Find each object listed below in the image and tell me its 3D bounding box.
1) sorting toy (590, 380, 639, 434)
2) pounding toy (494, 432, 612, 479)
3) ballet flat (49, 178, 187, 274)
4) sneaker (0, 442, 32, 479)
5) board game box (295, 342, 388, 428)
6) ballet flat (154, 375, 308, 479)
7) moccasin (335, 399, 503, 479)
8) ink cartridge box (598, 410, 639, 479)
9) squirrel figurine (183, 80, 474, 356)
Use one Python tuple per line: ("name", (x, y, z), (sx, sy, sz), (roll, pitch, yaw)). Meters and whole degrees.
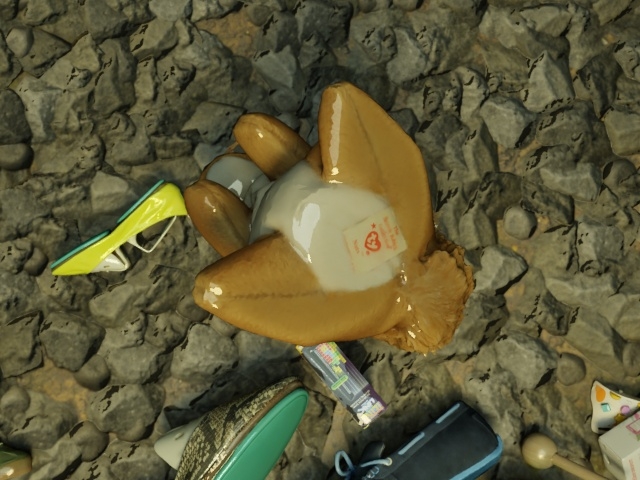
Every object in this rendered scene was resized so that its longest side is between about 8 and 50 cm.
("sorting toy", (0.455, 0.268, 0.942), (0.083, 0.045, 0.075), (17, 103, 2))
("pounding toy", (0.284, 0.377, 0.841), (0.237, 0.183, 0.110), (-49, 122, -13))
("ballet flat", (-0.304, 0.000, 0.950), (0.231, 0.077, 0.077), (-39, 102, -6))
("sneaker", (-0.530, 0.310, 0.912), (0.192, 0.064, 0.086), (-4, 88, 2))
("board game box", (0.025, 0.187, 0.878), (0.048, 0.170, 0.141), (-41, 86, -6))
("ballet flat", (-0.193, 0.388, 0.875), (0.182, 0.164, 0.483), (22, 85, 28))
("moccasin", (0.098, 0.349, 0.892), (0.342, 0.138, 0.117), (-21, 56, -20))
("ink cartridge box", (0.483, 0.301, 0.908), (0.122, 0.052, 0.089), (-31, 122, -3))
("squirrel figurine", (0.000, 0.000, 0.840), (0.397, 0.370, 0.281), (29, 83, -26))
